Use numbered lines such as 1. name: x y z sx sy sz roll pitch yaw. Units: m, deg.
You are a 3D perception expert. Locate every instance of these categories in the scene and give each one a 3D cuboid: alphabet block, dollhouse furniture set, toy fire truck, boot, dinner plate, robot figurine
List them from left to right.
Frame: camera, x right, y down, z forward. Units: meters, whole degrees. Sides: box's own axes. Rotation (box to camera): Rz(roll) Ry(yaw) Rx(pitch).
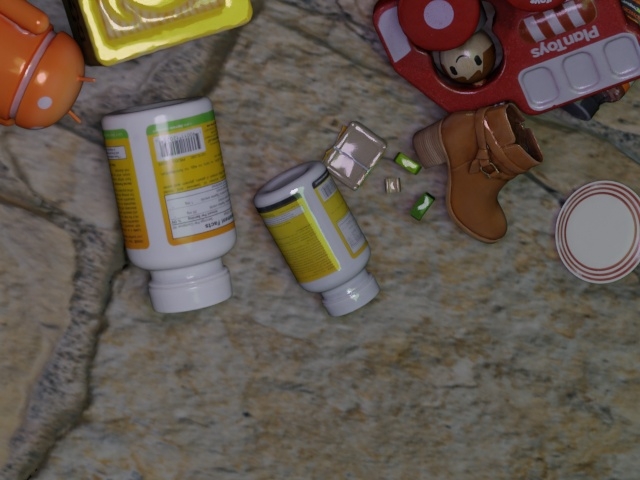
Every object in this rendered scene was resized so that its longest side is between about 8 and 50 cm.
1. robot figurine: -0.368 -0.210 1.685 0.219 0.128 0.158 26 99 -6
2. alphabet block: -0.207 -0.316 1.692 0.192 0.197 0.193 -21 101 -13
3. dollhouse furniture set: 0.080 -0.087 1.891 0.151 0.058 0.076 35 94 3
4. boot: 0.223 -0.083 1.853 0.197 0.152 0.073 50 45 -25
5. toy fire truck: 0.233 -0.262 1.811 0.302 0.169 0.254 -21 113 16
6. dinner plate: 0.383 -0.012 1.987 0.141 0.017 0.141 -2 98 -16

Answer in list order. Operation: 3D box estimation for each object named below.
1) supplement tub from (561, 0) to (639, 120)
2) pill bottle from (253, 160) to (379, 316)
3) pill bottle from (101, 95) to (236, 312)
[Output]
1. supplement tub: 0.382 -0.255 1.911 0.106 0.106 0.198 37 86 -16
2. pill bottle: 0.000 0.000 1.837 0.103 0.103 0.184 -31 104 -10
3. pill bottle: -0.177 -0.043 1.765 0.136 0.136 0.246 -12 100 -14
